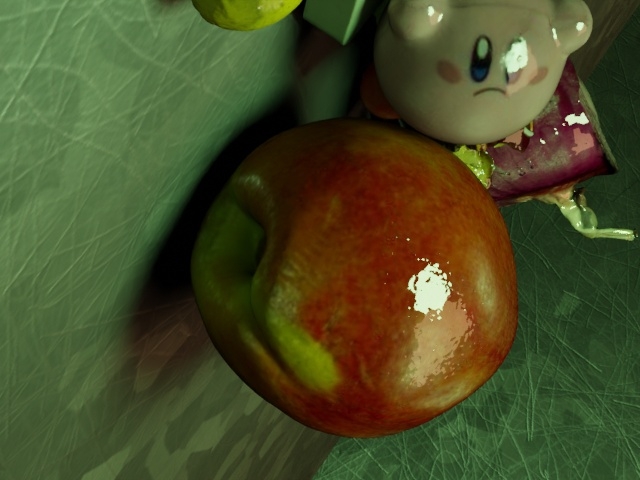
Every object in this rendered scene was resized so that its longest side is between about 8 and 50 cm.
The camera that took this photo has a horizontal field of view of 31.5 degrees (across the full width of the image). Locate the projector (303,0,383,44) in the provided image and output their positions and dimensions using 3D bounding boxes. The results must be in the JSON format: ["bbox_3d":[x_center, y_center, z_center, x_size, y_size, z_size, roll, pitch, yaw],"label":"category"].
[{"bbox_3d":[0.083,-0.317,0.909,0.257,0.079,0.259,-54,176,-21],"label":"projector"}]

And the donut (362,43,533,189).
[{"bbox_3d":[0.133,-0.138,1.198,0.096,0.216,0.230,-16,143,-22],"label":"donut"}]

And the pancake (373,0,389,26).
[{"bbox_3d":[0.150,-0.330,1.150,0.197,0.054,0.376,-40,-170,50],"label":"pancake"}]

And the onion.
[{"bbox_3d":[0.219,-0.138,1.373,0.256,0.230,0.272,45,33,-53],"label":"onion"}]

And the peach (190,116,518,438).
[{"bbox_3d":[0.044,0.035,1.068,0.332,0.308,0.308,19,103,-46],"label":"peach"}]

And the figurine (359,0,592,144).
[{"bbox_3d":[0.130,-0.165,0.975,0.173,0.173,0.173,-53,165,-21],"label":"figurine"}]

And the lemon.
[{"bbox_3d":[-0.045,-0.187,0.765,0.110,0.082,0.082,-52,165,-40],"label":"lemon"}]
